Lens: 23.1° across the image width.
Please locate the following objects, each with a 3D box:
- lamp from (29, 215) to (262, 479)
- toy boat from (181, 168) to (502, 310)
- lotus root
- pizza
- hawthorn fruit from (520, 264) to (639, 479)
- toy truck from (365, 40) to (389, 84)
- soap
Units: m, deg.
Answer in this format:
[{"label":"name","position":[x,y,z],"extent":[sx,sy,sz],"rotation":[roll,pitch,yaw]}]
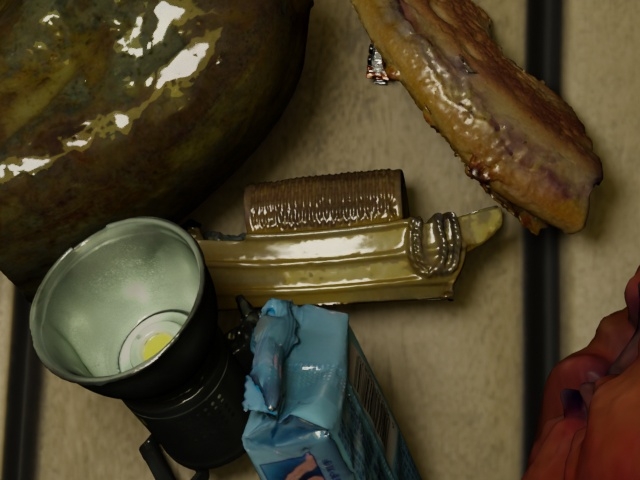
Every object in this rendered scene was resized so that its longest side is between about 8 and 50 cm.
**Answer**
[{"label":"lamp","position":[-0.108,0.099,1.257],"extent":[0.172,0.227,0.147],"rotation":[-36,49,-2]},{"label":"toy boat","position":[0.000,0.000,1.328],"extent":[0.310,0.089,0.115],"rotation":[-3,89,9]},{"label":"lotus root","position":[-0.165,-0.125,1.303],"extent":[0.346,0.250,0.250],"rotation":[-40,75,1]},{"label":"pizza","position":[0.122,-0.123,1.315],"extent":[0.305,0.161,0.085],"rotation":[50,119,16]},{"label":"hawthorn fruit","position":[0.367,0.178,1.058],"extent":[0.472,0.472,0.471],"rotation":[-2,79,9]},{"label":"toy truck","position":[0.058,-0.180,1.387],"extent":[0.024,0.032,0.083],"rotation":[6,82,14]},{"label":"soap","position":[0.021,0.186,1.199],"extent":[0.077,0.156,0.293],"rotation":[-15,117,16]}]
